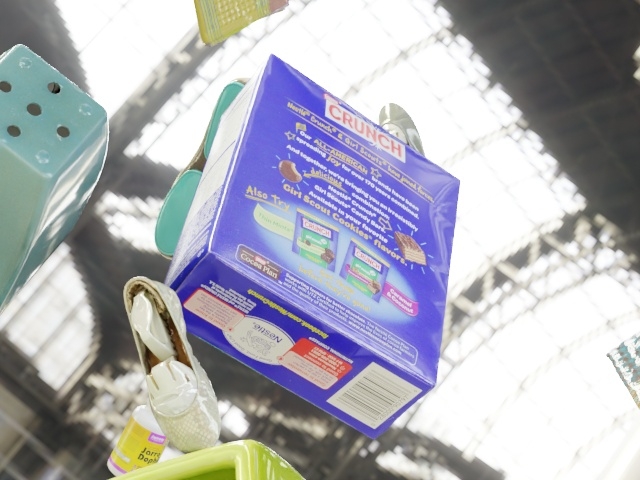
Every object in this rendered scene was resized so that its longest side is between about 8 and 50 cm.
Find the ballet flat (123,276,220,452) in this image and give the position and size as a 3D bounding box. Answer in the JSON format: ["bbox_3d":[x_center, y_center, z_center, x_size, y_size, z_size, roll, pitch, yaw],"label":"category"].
[{"bbox_3d":[-0.130,0.102,1.213,0.052,0.057,0.168,46,16,-54],"label":"ballet flat"}]

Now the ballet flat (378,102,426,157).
[{"bbox_3d":[0.131,-0.125,2.311,0.072,0.068,0.213,-35,-111,38],"label":"ballet flat"}]

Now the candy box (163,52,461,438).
[{"bbox_3d":[0.000,0.000,1.507,0.268,0.317,0.122,32,-49,-17],"label":"candy box"}]

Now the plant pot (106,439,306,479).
[{"bbox_3d":[-0.075,0.307,1.092,0.228,0.227,0.207,-22,-39,30],"label":"plant pot"}]

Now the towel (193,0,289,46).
[{"bbox_3d":[-0.045,-0.145,0.751,0.009,0.060,0.083,27,-40,45],"label":"towel"}]

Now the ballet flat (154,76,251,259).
[{"bbox_3d":[-0.120,-0.084,1.796,0.086,0.248,0.086,27,16,-9],"label":"ballet flat"}]

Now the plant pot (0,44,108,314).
[{"bbox_3d":[-0.307,-0.064,1.406,0.165,0.165,0.234,39,-39,-6],"label":"plant pot"}]

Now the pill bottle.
[{"bbox_3d":[-0.165,0.186,1.389,0.043,0.083,0.043,27,10,-5],"label":"pill bottle"}]

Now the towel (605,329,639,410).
[{"bbox_3d":[0.526,0.100,1.690,0.040,0.370,0.271,51,10,-23],"label":"towel"}]
